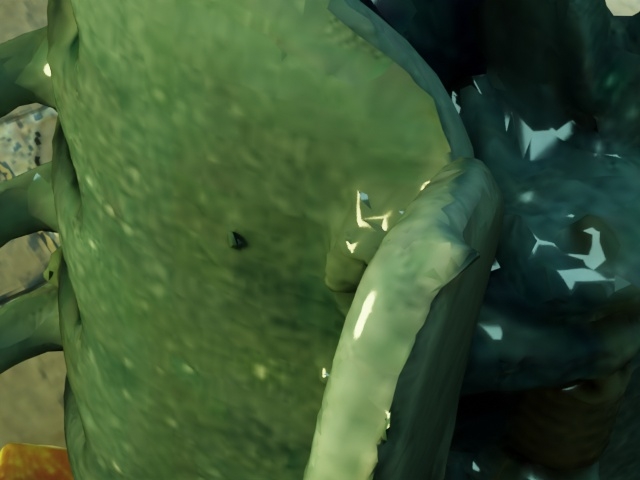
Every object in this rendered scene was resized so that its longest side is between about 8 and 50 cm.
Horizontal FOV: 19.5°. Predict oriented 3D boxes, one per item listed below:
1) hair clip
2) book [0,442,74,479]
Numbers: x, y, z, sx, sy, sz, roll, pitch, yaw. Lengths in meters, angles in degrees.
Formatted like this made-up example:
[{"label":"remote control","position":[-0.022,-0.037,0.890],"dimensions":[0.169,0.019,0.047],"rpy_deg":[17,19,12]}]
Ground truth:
[{"label":"hair clip","position":[0.000,0.000,0.549],"dimensions":[0.238,0.318,0.392],"rpy_deg":[33,54,23]},{"label":"book","position":[-0.007,0.243,0.574],"dimensions":[0.263,0.028,0.374],"rpy_deg":[7,54,0]}]
